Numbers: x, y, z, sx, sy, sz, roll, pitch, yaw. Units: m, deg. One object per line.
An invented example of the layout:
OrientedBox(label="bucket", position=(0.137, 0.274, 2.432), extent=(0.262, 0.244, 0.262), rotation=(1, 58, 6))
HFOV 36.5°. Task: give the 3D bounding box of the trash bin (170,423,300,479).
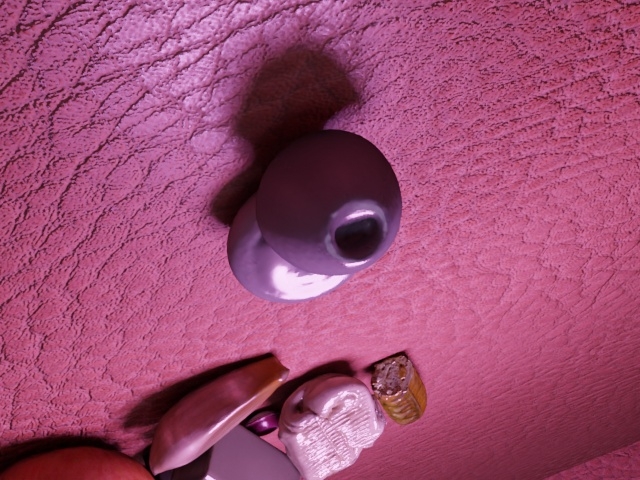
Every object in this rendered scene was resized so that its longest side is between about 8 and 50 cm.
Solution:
OrientedBox(label="trash bin", position=(-0.164, 0.464, 1.891), extent=(0.122, 0.164, 0.240), rotation=(-24, 130, 32))

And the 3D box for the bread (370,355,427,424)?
OrientedBox(label="bread", position=(0.172, 0.325, 2.064), extent=(0.087, 0.098, 0.269), rotation=(12, 159, 19))

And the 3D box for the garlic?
OrientedBox(label="garlic", position=(-0.192, 0.311, 1.754), extent=(0.318, 0.112, 0.143), rotation=(-30, 166, 1))

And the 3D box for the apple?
OrientedBox(label="apple", position=(-0.450, 0.560, 1.756), extent=(0.363, 0.364, 0.364), rotation=(-17, 152, -10))

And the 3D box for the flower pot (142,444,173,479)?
OrientedBox(label="flower pot", position=(-0.258, 0.474, 1.996), extent=(0.229, 0.108, 0.103), rotation=(13, 136, -46))

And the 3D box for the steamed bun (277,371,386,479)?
OrientedBox(label="steamed bun", position=(0.012, 0.355, 1.952), extent=(0.211, 0.144, 0.218), rotation=(-32, 123, -3))

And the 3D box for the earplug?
OrientedBox(label="earplug", position=(-0.003, -0.012, 1.256), extent=(0.214, 0.175, 0.325), rotation=(-9, 160, -19))

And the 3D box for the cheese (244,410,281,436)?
OrientedBox(label="cheese", position=(-0.102, 0.376, 2.010), extent=(0.145, 0.038, 0.095), rotation=(-6, 150, -40))
